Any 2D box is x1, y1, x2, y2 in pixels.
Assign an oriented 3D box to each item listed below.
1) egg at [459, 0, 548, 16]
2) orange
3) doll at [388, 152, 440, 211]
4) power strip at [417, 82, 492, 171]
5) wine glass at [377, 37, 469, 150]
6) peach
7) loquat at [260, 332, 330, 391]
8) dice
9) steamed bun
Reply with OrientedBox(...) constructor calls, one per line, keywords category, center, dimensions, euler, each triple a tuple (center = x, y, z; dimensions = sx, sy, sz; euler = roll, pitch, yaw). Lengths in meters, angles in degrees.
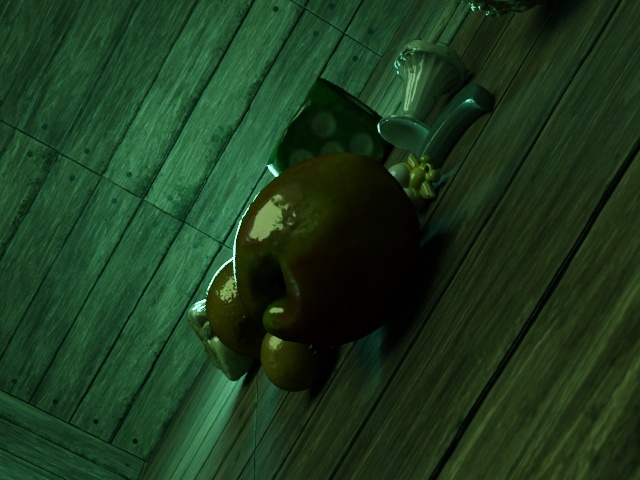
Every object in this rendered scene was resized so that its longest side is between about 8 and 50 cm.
OrientedBox(category="egg", center=(0.320, -0.516, 1.052), dimensions=(0.310, 0.279, 0.279), euler=(-53, 4, -26))
OrientedBox(category="orange", center=(-0.157, 0.159, 1.615), dimensions=(0.274, 0.274, 0.274), euler=(-58, 8, 14))
OrientedBox(category="doll", center=(0.129, -0.052, 1.242), dimensions=(0.291, 0.086, 0.117), euler=(-49, 54, 44))
OrientedBox(category="power strip", center=(0.244, -0.208, 1.212), dimensions=(0.216, 0.044, 0.137), euler=(-53, 11, 41))
OrientedBox(category="wine glass", center=(0.216, -0.306, 1.387), dimensions=(0.165, 0.164, 0.197), euler=(143, 147, -70))
OrientedBox(category="peach", center=(0.019, 0.009, 1.039), dimensions=(0.332, 0.308, 0.308), euler=(-46, -4, -43))
OrientedBox(category="loquat", center=(-0.047, 0.213, 1.218), dimensions=(0.141, 0.141, 0.141), euler=(-58, 8, 14))
OrientedBox(category="dice", center=(0.032, -0.285, 1.910), dimensions=(0.300, 0.287, 0.297), euler=(-57, 9, 17))
OrientedBox(category="steamed bun", center=(-0.270, 0.287, 2.036), dimensions=(0.207, 0.268, 0.280), euler=(-32, 6, -18))
